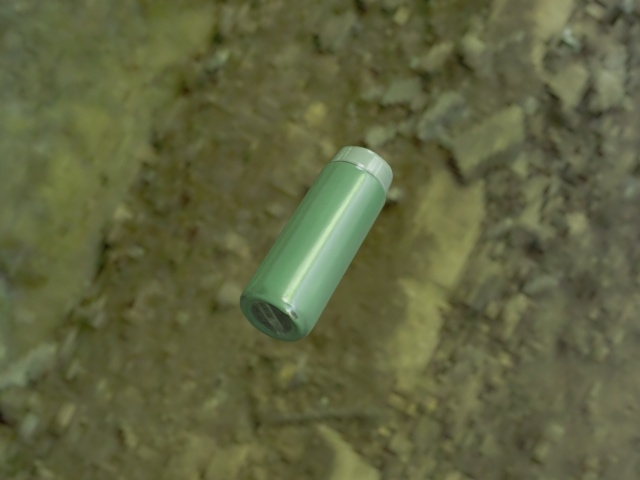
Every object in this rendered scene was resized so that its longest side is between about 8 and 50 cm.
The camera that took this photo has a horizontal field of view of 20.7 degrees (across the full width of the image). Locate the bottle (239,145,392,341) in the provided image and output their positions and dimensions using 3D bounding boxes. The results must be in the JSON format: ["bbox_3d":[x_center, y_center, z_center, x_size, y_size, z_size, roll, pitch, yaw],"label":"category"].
[{"bbox_3d":[0.000,0.000,0.689,0.030,0.030,0.083,-31,24,57],"label":"bottle"}]
